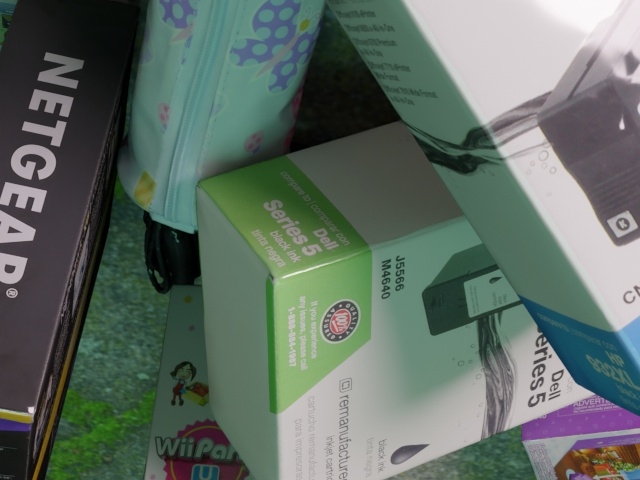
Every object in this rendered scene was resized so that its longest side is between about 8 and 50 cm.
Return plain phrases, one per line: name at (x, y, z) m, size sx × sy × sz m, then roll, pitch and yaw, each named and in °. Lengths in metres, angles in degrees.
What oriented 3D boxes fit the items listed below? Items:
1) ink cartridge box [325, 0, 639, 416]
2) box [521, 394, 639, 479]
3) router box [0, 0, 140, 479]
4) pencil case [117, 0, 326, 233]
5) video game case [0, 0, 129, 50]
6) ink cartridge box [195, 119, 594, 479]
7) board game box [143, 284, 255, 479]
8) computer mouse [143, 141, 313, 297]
ink cartridge box at (0.164, -0.095, 0.728) m, size 0.223 × 0.129 × 0.307 m, roll -37°, pitch 106°, yaw -7°
box at (0.305, 0.226, 1.236) m, size 0.201 × 0.057 × 0.293 m, roll -9°, pitch 134°, yaw 17°
router box at (-0.191, 0.032, 0.903) m, size 0.081 × 0.308 × 0.243 m, roll 12°, pitch 142°, yaw -6°
pencil case at (-0.051, -0.131, 0.847) m, size 0.114 × 0.124 × 0.273 m, roll 10°, pitch 133°, yaw -8°
video game case at (-0.171, -0.146, 0.943) m, size 0.087 × 0.011 × 0.122 m, roll 9°, pitch 137°, yaw -3°
ink cartridge box at (0.069, 0.030, 0.911) m, size 0.273 × 0.115 × 0.198 m, roll -18°, pitch 131°, yaw -21°
board game box at (-0.063, 0.213, 1.056) m, size 0.098 × 0.303 × 0.224 m, roll 1°, pitch 156°, yaw 8°
computer mouse at (0.000, 0.000, 1.030) m, size 0.272 × 0.072 × 0.188 m, roll 8°, pitch 136°, yaw 0°
